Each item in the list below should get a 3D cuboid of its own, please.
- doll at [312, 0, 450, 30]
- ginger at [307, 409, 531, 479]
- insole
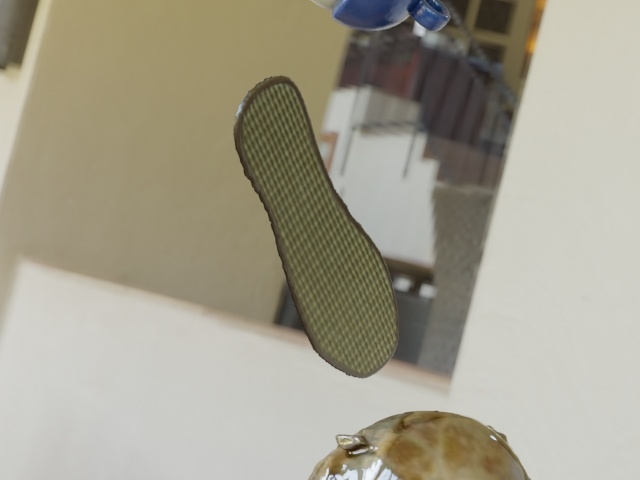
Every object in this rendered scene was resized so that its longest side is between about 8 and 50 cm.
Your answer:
[{"bbox_3d":[-0.015,-0.115,0.493,0.143,0.057,0.099,40,26,-4],"label":"doll"},{"bbox_3d":[0.128,0.278,0.871,0.256,0.375,0.176,4,-25,-35],"label":"ginger"},{"bbox_3d":[0.000,0.000,1.044,0.005,0.086,0.253,15,-39,44],"label":"insole"}]
